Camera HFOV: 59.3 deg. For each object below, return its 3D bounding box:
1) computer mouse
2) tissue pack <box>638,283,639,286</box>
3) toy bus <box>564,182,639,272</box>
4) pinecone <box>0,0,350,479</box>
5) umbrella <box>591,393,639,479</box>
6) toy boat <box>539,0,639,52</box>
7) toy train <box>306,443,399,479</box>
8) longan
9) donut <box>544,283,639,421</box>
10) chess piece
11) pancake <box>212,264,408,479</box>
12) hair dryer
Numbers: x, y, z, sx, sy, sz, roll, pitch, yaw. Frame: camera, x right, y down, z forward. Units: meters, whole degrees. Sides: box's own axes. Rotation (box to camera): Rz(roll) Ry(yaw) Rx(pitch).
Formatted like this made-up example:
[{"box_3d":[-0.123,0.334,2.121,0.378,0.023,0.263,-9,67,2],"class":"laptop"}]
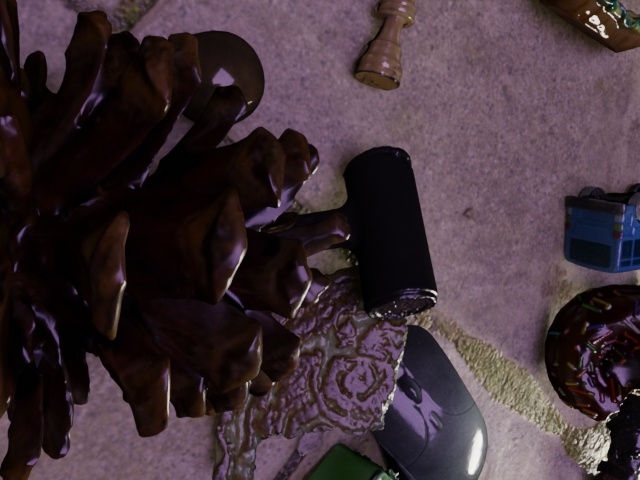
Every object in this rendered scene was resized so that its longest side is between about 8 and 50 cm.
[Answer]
[{"box_3d":[0.131,0.229,0.776,0.167,0.090,0.379,-42,110,-15],"class":"computer mouse"},{"box_3d":[0.546,0.127,0.963,0.111,0.079,0.085,-25,76,-20],"class":"tissue pack"},{"box_3d":[0.517,-0.020,0.900,0.234,0.116,0.133,-5,101,-22],"class":"toy bus"},{"box_3d":[-0.139,0.002,0.465,0.385,0.384,0.384,-4,100,-24],"class":"pinecone"},{"box_3d":[0.527,0.431,0.995,0.326,0.094,0.090,-70,161,-2],"class":"umbrella"},{"box_3d":[0.428,-0.333,0.814,0.293,0.108,0.099,8,123,-26],"class":"toy boat"},{"box_3d":[0.055,0.410,0.751,0.188,0.132,0.243,-44,114,-21],"class":"toy train"},{"box_3d":[-0.114,-0.176,0.594,0.106,0.106,0.119,-5,62,-24],"class":"longan"},{"box_3d":[0.473,0.178,0.866,0.230,0.096,0.216,9,97,13],"class":"donut"},{"box_3d":[0.092,-0.277,0.692,0.060,0.060,0.172,16,89,-26],"class":"chess piece"},{"box_3d":[0.007,0.159,0.699,0.376,0.054,0.197,-41,88,-4],"class":"pancake"},{"box_3d":[0.000,0.000,0.659,0.251,0.089,0.197,-7,64,-3],"class":"hair dryer"}]
